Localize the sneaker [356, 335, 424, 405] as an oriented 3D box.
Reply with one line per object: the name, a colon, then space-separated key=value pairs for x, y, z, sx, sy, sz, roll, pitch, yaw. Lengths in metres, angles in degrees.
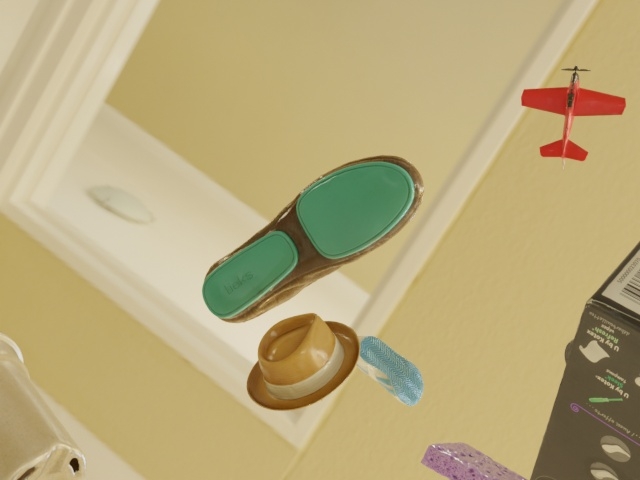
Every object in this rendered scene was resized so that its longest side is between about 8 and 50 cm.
sneaker: x=0.157 y=0.305 z=2.186 sx=0.229 sy=0.087 sz=0.092 roll=47 pitch=160 yaw=-18

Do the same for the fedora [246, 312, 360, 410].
fedora: x=-0.036 y=0.172 z=1.415 sx=0.194 sy=0.194 sz=0.079 roll=49 pitch=164 yaw=56

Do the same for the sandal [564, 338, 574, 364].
sandal: x=0.563 y=0.245 z=1.658 sx=0.254 sy=0.097 sz=0.054 roll=19 pitch=-163 yaw=11

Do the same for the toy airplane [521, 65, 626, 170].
toy airplane: x=0.356 y=-0.176 z=1.324 sx=0.151 sy=0.151 sz=0.028 roll=35 pitch=-163 yaw=16

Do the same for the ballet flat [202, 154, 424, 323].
ballet flat: x=0.000 y=0.000 z=1.168 sx=0.116 sy=0.342 sz=0.124 roll=59 pitch=-155 yaw=12

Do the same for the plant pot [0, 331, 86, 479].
plant pot: x=-0.615 y=0.385 z=1.708 sx=0.305 sy=0.334 sz=0.334 roll=35 pitch=-169 yaw=28

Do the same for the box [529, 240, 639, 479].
box: x=0.292 y=0.131 z=0.767 sx=0.143 sy=0.270 sz=0.165 roll=31 pitch=-130 yaw=28

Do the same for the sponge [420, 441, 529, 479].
sponge: x=0.241 y=0.319 z=1.165 sx=0.210 sy=0.031 sz=0.117 roll=27 pitch=-176 yaw=32
